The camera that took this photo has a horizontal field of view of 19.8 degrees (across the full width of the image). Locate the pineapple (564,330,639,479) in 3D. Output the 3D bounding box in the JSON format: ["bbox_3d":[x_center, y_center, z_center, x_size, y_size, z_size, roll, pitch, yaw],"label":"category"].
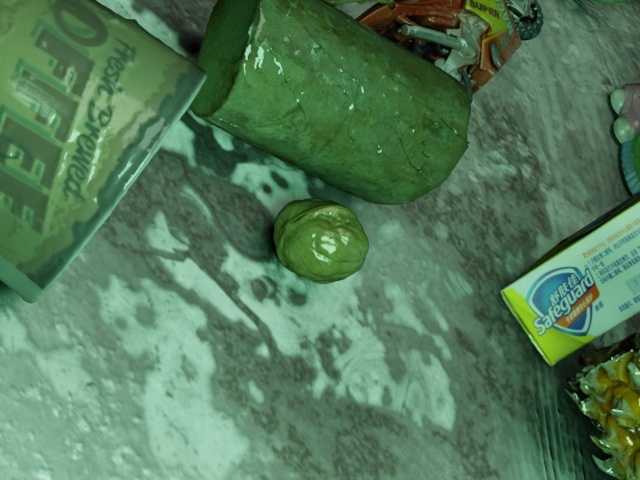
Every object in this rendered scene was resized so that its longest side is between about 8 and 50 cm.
[{"bbox_3d":[0.446,0.173,1.837,0.352,0.352,0.300,-26,86,-50],"label":"pineapple"}]

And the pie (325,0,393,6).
[{"bbox_3d":[0.005,-0.348,1.897,0.129,0.068,0.282,-8,63,-16],"label":"pie"}]

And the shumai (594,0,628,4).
[{"bbox_3d":[0.376,-0.452,2.290,0.289,0.292,0.330,-22,73,-20],"label":"shumai"}]

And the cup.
[{"bbox_3d":[-0.274,-0.081,1.396,0.257,0.227,0.301,36,72,-6],"label":"cup"}]

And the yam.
[{"bbox_3d":[0.001,-0.140,1.719,0.268,0.161,0.161,24,50,-32],"label":"yam"}]

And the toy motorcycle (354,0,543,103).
[{"bbox_3d":[0.139,-0.234,1.974,0.171,0.089,0.298,51,41,-6],"label":"toy motorcycle"}]

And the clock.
[{"bbox_3d":[0.449,-0.145,2.154,0.100,0.195,0.194,27,46,-36],"label":"clock"}]

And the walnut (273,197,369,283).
[{"bbox_3d":[0.000,0.000,1.687,0.092,0.092,0.092,25,49,-33],"label":"walnut"}]

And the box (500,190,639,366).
[{"bbox_3d":[0.332,0.007,1.879,0.097,0.265,0.168,55,40,1],"label":"box"}]
